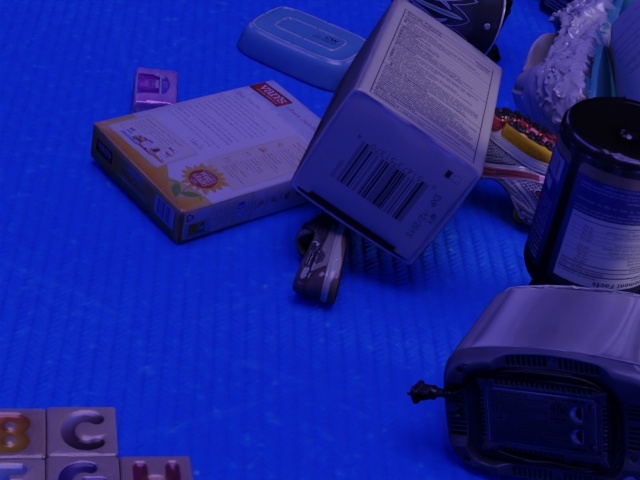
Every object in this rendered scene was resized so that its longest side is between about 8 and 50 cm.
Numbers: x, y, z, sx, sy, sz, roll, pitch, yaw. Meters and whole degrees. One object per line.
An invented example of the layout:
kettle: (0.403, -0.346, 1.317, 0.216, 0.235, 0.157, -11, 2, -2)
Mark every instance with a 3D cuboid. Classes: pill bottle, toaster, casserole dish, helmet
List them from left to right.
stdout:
casserole dish: (-0.015, -0.242, 1.671, 0.188, 0.037, 0.114, 27, 39, 21)
helmet: (0.170, -0.295, 1.684, 0.169, 0.169, 0.161, 31, 24, 27)
toaster: (0.203, 0.118, 1.132, 0.227, 0.129, 0.146, 4, 27, 24)
pill bottle: (0.260, -0.013, 1.260, 0.123, 0.219, 0.123, 7, 36, -5)

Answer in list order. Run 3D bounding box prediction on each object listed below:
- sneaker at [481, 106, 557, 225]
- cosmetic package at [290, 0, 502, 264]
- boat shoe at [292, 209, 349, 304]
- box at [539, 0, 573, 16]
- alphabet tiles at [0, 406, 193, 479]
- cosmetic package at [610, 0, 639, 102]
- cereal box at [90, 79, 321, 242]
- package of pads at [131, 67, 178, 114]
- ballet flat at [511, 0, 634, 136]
sneaker: (0.258, -0.048, 1.437, 0.225, 0.093, 0.088, 36, 24, 10)
cosmetic package: (0.086, -0.121, 1.385, 0.153, 0.129, 0.296, 34, 29, -5)
boat shoe: (0.000, 0.000, 1.318, 0.049, 0.056, 0.152, 13, 35, -5)
box: (0.406, -0.385, 1.870, 0.156, 0.158, 0.093, -15, 42, -32)
alphabet tiles: (-0.226, 0.240, 0.964, 0.285, 0.011, 0.342, 1, 36, -12)
cosmetic package: (0.384, -0.150, 1.476, 0.085, 0.117, 0.231, 4, 73, -10)
cereal box: (-0.097, -0.090, 1.425, 0.240, 0.047, 0.173, -18, 45, -35)
package of pads: (-0.187, -0.162, 1.517, 0.050, 0.032, 0.083, 5, 35, -9)
ballet flat: (0.306, -0.193, 1.632, 0.147, 0.147, 0.409, 18, 33, 10)
